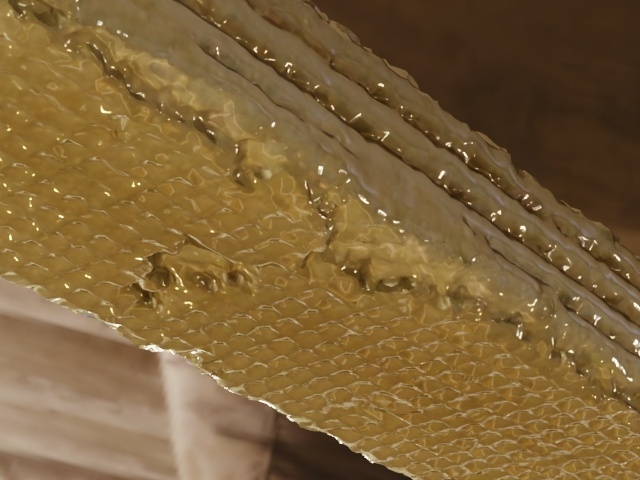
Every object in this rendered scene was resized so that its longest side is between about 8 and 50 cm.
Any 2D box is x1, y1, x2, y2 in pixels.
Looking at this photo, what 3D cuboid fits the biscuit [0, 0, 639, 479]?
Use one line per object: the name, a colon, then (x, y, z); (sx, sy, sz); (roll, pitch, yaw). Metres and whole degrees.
biscuit: (0.000, 0.000, 0.585); (0.144, 0.078, 0.426); (-20, 144, 37)
